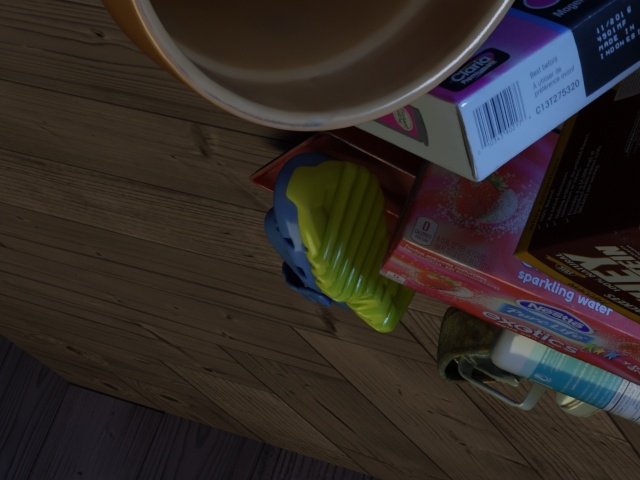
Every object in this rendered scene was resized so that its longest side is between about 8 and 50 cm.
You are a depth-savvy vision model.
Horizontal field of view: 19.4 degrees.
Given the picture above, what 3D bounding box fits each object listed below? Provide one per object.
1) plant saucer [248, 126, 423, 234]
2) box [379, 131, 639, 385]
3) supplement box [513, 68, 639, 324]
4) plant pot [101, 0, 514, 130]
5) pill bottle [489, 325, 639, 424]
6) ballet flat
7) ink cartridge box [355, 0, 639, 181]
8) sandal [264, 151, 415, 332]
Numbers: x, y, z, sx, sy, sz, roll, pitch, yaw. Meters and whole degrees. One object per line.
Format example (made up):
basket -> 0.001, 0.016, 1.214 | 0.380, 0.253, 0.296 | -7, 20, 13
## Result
plant saucer -> 0.083, -0.047, 1.882 | 0.259, 0.048, 0.258 | 27, 164, -13
box -> 0.223, 0.007, 1.675 | 0.300, 0.154, 0.142 | 24, 164, -1
supplement box -> 0.265, -0.054, 1.329 | 0.129, 0.191, 0.194 | 27, 165, -18
plant pot -> -0.038, -0.227, 1.051 | 0.291, 0.291, 0.203 | 36, 175, -41
pill bottle -> 0.315, 0.105, 1.891 | 0.264, 0.146, 0.146 | 22, 165, 0
ballet flat -> 0.272, 0.144, 2.143 | 0.348, 0.123, 0.123 | 7, 158, 44
ink cartridge box -> 0.038, -0.159, 1.225 | 0.371, 0.176, 0.069 | 27, 144, 47
sandal -> 0.000, 0.000, 1.851 | 0.138, 0.126, 0.317 | 21, 164, 21
